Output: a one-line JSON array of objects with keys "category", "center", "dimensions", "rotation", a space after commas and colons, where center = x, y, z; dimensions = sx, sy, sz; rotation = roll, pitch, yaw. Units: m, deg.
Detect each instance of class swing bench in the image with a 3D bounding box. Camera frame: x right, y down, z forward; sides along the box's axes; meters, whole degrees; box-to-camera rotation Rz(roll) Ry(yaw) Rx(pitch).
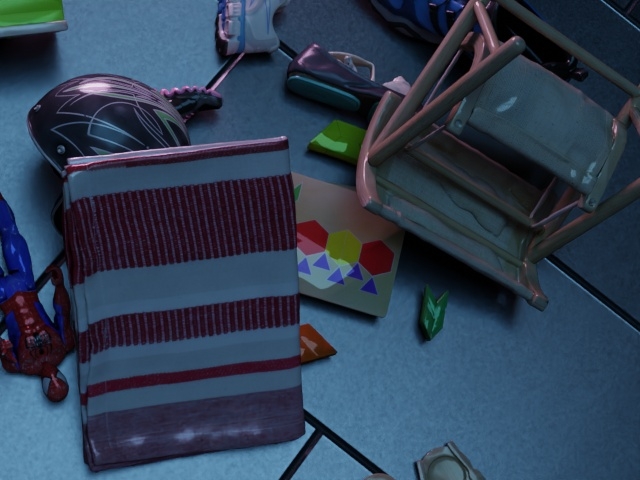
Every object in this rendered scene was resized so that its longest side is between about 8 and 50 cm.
[{"category": "swing bench", "center": [0.208, -0.100, 1.553], "dimensions": [0.253, 0.254, 0.165], "rotation": [30, 28, -24]}]

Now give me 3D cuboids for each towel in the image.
[{"category": "towel", "center": [-0.133, 0.068, 1.446], "dimensions": [0.237, 0.037, 0.329], "rotation": [-8, 108, -17]}]

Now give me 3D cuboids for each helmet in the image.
[{"category": "helmet", "center": [-0.218, -0.092, 1.475], "dimensions": [0.169, 0.161, 0.169], "rotation": [6, 36, -5]}]

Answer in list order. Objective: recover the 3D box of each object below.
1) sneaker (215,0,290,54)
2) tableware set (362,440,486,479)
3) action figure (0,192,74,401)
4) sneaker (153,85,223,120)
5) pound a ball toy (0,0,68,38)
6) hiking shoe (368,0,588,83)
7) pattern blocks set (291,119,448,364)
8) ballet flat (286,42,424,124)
[{"category": "sneaker", "center": [-0.075, -0.302, 1.654], "dimensions": [0.083, 0.071, 0.190], "rotation": [5, 80, -20]}, {"category": "tableware set", "center": [0.113, 0.303, 1.534], "dimensions": [0.169, 0.020, 0.141], "rotation": [-20, 79, -19]}, {"category": "action figure", "center": [-0.316, 0.030, 1.451], "dimensions": [0.091, 0.139, 0.280], "rotation": [-23, 82, -18]}, {"category": "sneaker", "center": [-0.167, -0.141, 1.591], "dimensions": [0.119, 0.047, 0.057], "rotation": [-5, 81, -8]}, {"category": "pound a ball toy", "center": [-0.436, -0.227, 1.518], "dimensions": [0.319, 0.136, 0.208], "rotation": [-10, 101, -17]}, {"category": "hiking shoe", "center": [0.177, -0.274, 1.668], "dimensions": [0.304, 0.132, 0.113], "rotation": [36, 68, -1]}, {"category": "pattern blocks set", "center": [0.000, 0.000, 1.595], "dimensions": [0.325, 0.026, 0.285], "rotation": [25, 69, -6]}, {"category": "ballet flat", "center": [0.061, -0.168, 1.642], "dimensions": [0.203, 0.074, 0.074], "rotation": [26, 69, -3]}]
